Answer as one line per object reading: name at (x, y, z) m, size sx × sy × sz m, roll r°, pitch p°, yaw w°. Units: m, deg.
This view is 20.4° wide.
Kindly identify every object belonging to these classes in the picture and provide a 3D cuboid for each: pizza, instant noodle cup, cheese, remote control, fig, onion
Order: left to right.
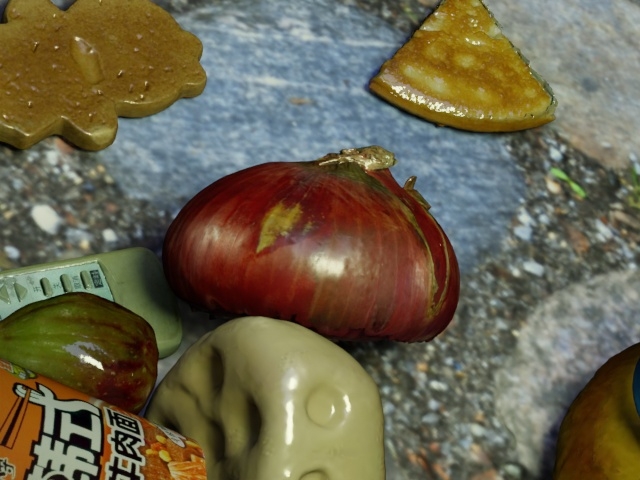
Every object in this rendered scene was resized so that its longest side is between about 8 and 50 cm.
instant noodle cup at (-0.203, 0.206, 1.227) m, size 0.192 × 0.250 × 0.250 m, roll 19°, pitch 55°, yaw -17°
remote control at (-0.227, 0.066, 1.418) m, size 0.233 × 0.038 × 0.098 m, roll -11°, pitch 63°, yaw -24°
fig at (-0.198, 0.086, 1.338) m, size 0.154 × 0.109 × 0.103 m, roll 14°, pitch 83°, yaw -12°
cheese at (-0.046, 0.167, 1.330) m, size 0.117 × 0.235 × 0.218 m, roll 3°, pitch 18°, yaw -37°
onion at (-0.005, 0.010, 1.420) m, size 0.248 × 0.248 × 0.161 m, roll 2°, pitch 79°, yaw -18°
pizza at (0.125, -0.176, 1.695) m, size 0.184 × 0.036 × 0.176 m, roll -1°, pitch 58°, yaw -18°

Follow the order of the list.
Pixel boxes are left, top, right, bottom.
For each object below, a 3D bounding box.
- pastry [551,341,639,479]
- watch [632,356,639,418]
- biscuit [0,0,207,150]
pastry at (0.351, 0.232, 1.448) m, size 0.356 × 0.164 × 0.356 m, roll 12°, pitch 51°, yaw -15°
watch at (0.350, 0.099, 1.347) m, size 0.200 × 0.171 × 0.196 m, roll 24°, pitch 36°, yaw 8°
biscuit at (-0.209, -0.154, 1.563) m, size 0.225 × 0.036 × 0.166 m, roll -23°, pitch 70°, yaw -33°
